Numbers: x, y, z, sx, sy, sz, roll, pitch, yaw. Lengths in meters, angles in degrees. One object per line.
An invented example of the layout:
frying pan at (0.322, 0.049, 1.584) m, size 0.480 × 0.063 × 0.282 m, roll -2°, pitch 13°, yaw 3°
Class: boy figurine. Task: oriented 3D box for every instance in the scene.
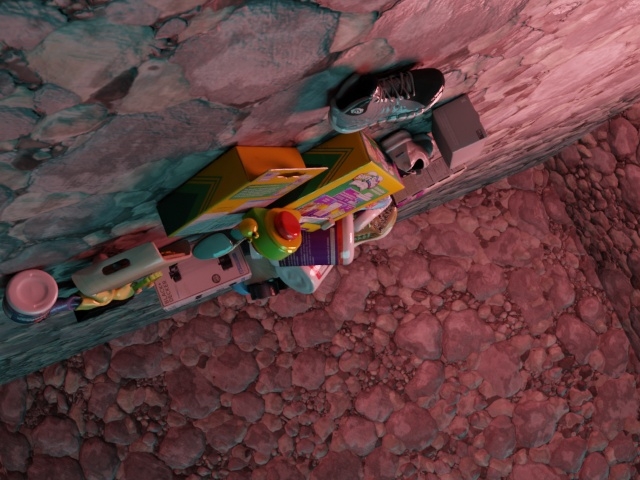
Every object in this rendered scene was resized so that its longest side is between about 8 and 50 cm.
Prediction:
boy figurine at (-0.666, 0.154, 1.524) m, size 0.285 × 0.092 × 0.177 m, roll -19°, pitch 179°, yaw -40°

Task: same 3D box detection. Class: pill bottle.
pill bottle at (-0.057, -0.009, 1.679) m, size 0.322 × 0.182 × 0.181 m, roll -2°, pitch 173°, yaw 0°
pill bottle at (-0.705, 0.144, 1.279) m, size 0.108 × 0.108 × 0.180 m, roll -17°, pitch 171°, yaw -38°
pill bottle at (-0.010, 0.024, 1.919) m, size 0.318 × 0.176 × 0.176 m, roll -52°, pitch -170°, yaw -32°

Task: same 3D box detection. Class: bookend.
bookend at (-0.731, 0.203, 1.777) m, size 0.157 × 0.072 × 0.156 m, roll -18°, pitch 172°, yaw -40°

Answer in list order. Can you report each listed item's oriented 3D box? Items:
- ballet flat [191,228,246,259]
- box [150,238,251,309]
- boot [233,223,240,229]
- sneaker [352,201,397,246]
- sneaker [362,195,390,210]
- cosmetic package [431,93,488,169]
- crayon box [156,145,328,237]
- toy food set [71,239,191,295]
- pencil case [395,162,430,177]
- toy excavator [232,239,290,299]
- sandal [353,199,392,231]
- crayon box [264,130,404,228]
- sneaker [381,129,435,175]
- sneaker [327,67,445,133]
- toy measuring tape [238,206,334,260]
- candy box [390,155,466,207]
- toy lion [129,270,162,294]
ballet flat at (-0.266, -0.021, 1.567) m, size 0.248 × 0.086 × 0.086 m, roll -26°, pitch 173°, yaw 9°
box at (-0.380, 0.092, 1.661) m, size 0.290 × 0.169 × 0.087 m, roll -20°, pitch 173°, yaw -13°
boot at (-0.198, -0.086, 1.402) m, size 0.106 × 0.082 × 0.219 m, roll -48°, pitch 160°, yaw 11°
sneaker at (0.163, -0.064, 2.395) m, size 0.410 × 0.158 × 0.182 m, roll -32°, pitch 152°, yaw 29°
sneaker at (0.109, -0.157, 1.755) m, size 0.261 × 0.104 × 0.125 m, roll -16°, pitch 145°, yaw -10°
cosmetic package at (0.363, -0.280, 1.401) m, size 0.107 × 0.127 × 0.238 m, roll -25°, pitch 171°, yaw 12°
crayon box at (-0.170, -0.114, 1.133) m, size 0.323 × 0.083 × 0.203 m, roll -27°, pitch 172°, yaw 34°
toy food set at (-0.492, 0.052, 1.418) m, size 0.219 × 0.092 × 0.306 m, roll -23°, pitch -179°, yaw 2°
pencil case at (0.291, -0.241, 1.708) m, size 0.070 × 0.065 × 0.151 m, roll 4°, pitch -167°, yaw 40°
toy excavator at (-0.271, 0.103, 2.124) m, size 0.445 × 0.222 × 0.433 m, roll -11°, pitch -179°, yaw 35°
sandal at (0.184, -0.141, 2.000) m, size 0.169 × 0.102 × 0.416 m, roll -40°, pitch -178°, yaw 15°
crayon box at (0.026, -0.142, 1.386) m, size 0.313 × 0.106 × 0.363 m, roll -26°, pitch 168°, yaw 17°
sneaker at (0.255, -0.228, 1.478) m, size 0.105 × 0.115 × 0.281 m, roll -27°, pitch 172°, yaw 31°
sneaker at (0.121, -0.263, 0.942) m, size 0.228 × 0.086 × 0.132 m, roll -22°, pitch 171°, yaw 2°
toy measuring tape at (-0.064, -0.011, 1.263) m, size 0.121 × 0.121 × 0.330 m, roll -28°, pitch 162°, yaw 34°
candy box at (0.323, -0.187, 1.637) m, size 0.233 × 0.071 × 0.159 m, roll -27°, pitch 176°, yaw 7°
toy lion at (-0.488, 0.114, 1.516) m, size 0.096 × 0.034 × 0.100 m, roll -30°, pitch -179°, yaw 18°
